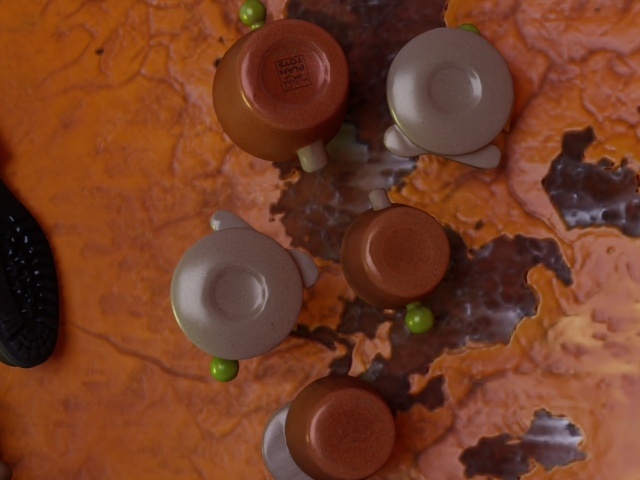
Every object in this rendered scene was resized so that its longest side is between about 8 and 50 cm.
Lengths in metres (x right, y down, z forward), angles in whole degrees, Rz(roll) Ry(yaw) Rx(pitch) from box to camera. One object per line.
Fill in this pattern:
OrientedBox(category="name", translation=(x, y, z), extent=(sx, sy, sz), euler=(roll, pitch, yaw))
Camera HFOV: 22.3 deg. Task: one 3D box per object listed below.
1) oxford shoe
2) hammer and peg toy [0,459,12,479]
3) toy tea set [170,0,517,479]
OrientedBox(category="oxford shoe", translation=(-0.266, 0.005, 1.219), extent=(0.096, 0.083, 0.227), euler=(-40, 67, 32))
OrientedBox(category="hammer and peg toy", translation=(-0.102, 0.276, 1.001), extent=(0.361, 0.266, 0.127), euler=(29, 75, 24))
OrientedBox(category="toy tea set", translation=(0.000, 0.000, 1.103), extent=(0.200, 0.124, 0.336), euler=(16, 84, -6))
